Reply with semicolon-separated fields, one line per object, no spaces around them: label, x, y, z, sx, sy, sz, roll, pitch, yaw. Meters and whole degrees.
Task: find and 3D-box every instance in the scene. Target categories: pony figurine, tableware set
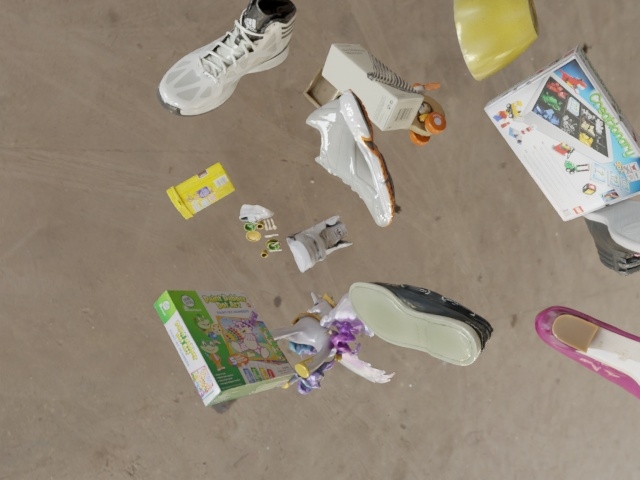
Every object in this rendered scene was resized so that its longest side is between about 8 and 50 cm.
pony figurine;0.021;0.278;1.368;0.363;0.350;0.303;-27;131;-47
tableware set;-0.184;-0.004;1.537;0.103;0.024;0.154;-7;135;4

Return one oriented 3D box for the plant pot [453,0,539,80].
plant pot;0.269;-0.322;0.723;0.134;0.095;0.134;18;67;-52

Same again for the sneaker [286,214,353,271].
sneaker;0.000;0.000;1.726;0.210;0.366;0.138;-25;96;1

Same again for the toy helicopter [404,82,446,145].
toy helicopter;0.336;-0.548;1.890;0.354;0.140;0.235;22;70;-15

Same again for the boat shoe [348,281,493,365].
boat shoe;0.209;0.154;1.034;0.113;0.340;0.127;-20;110;-37

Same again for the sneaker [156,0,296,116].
sneaker;-0.244;-0.522;1.278;0.447;0.257;0.169;-41;89;-22

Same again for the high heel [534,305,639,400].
high heel;0.405;0.164;0.636;0.082;0.244;0.117;-66;166;1

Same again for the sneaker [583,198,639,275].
sneaker;0.622;0.009;0.944;0.104;0.296;0.147;-28;101;13

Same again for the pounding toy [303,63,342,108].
pounding toy;0.037;-0.459;1.544;0.100;0.141;0.130;-11;143;-56

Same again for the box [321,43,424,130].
box;0.131;-0.405;1.261;0.113;0.275;0.094;-18;145;-38

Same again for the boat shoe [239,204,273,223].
boat shoe;-0.230;-0.088;1.691;0.066;0.184;0.063;26;79;-43

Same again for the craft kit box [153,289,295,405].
craft kit box;-0.201;0.217;1.043;0.061;0.247;0.249;-49;153;17

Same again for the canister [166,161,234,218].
canister;-0.342;-0.144;1.399;0.169;0.126;0.073;-31;75;-8

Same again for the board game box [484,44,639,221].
board game box;0.494;-0.197;0.952;0.305;0.193;0.053;50;48;-11

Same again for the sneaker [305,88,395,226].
sneaker;0.060;-0.142;0.921;0.120;0.099;0.263;-19;99;17
